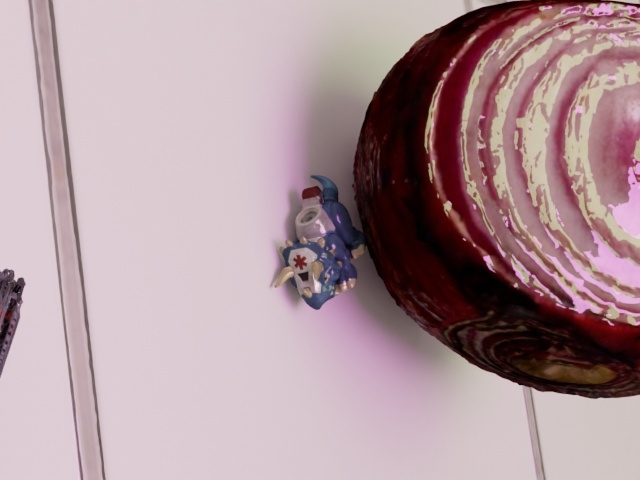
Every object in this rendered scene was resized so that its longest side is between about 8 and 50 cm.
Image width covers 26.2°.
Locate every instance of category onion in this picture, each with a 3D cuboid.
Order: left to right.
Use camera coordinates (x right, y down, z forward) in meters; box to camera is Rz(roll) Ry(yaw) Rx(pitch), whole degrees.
[{"bbox_3d":[0.115,-0.026,0.814,0.207,0.206,0.216,17,74,-8],"label":"onion"}]

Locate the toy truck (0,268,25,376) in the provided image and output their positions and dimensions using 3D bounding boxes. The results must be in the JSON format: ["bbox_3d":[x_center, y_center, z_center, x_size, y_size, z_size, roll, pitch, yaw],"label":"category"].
[{"bbox_3d":[-0.131,0.049,0.511,0.024,0.032,0.083,45,42,-38],"label":"toy truck"}]

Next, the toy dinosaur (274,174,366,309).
[{"bbox_3d":[0.000,0.000,0.759,0.047,0.030,0.083,58,34,-35],"label":"toy dinosaur"}]
